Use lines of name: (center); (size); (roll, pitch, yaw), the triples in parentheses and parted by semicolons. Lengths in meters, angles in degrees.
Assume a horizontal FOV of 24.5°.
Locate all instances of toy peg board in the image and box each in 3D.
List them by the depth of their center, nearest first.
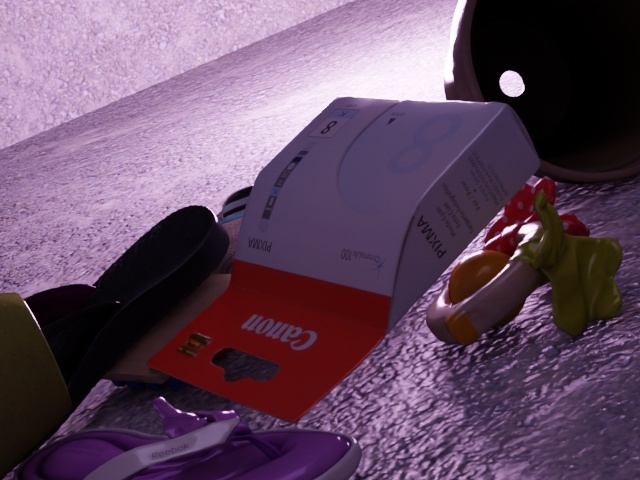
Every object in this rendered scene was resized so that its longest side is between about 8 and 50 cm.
toy peg board: (-0.172, 0.122, 1.709); (0.161, 0.079, 0.160); (-2, 41, 46)

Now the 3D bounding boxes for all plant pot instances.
plant pot: (-0.409, 0.174, 1.472); (0.293, 0.274, 0.275); (-25, 18, -16)
plant pot: (0.286, -0.217, 1.860); (0.323, 0.323, 0.280); (-26, 2, -15)

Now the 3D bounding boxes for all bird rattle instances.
bird rattle: (0.188, 0.022, 1.507); (0.207, 0.143, 0.253); (-39, 16, -2)

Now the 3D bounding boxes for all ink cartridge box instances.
ink cartridge box: (0.000, 0.000, 1.539); (0.385, 0.091, 0.308); (-44, 28, -21)

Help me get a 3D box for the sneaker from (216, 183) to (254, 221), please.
sneaker: (-0.055, -0.051, 2.044); (0.229, 0.086, 0.132); (-14, -7, -29)

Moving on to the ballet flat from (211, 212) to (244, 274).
ballet flat: (-0.024, 0.006, 1.805); (0.316, 0.107, 0.106); (-19, 62, 0)

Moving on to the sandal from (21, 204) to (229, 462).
sandal: (-0.298, 0.101, 1.673); (0.446, 0.107, 0.167); (-46, 30, -17)

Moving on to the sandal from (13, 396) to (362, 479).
sandal: (-0.153, 0.203, 1.372); (0.416, 0.102, 0.169); (-9, 21, 38)
